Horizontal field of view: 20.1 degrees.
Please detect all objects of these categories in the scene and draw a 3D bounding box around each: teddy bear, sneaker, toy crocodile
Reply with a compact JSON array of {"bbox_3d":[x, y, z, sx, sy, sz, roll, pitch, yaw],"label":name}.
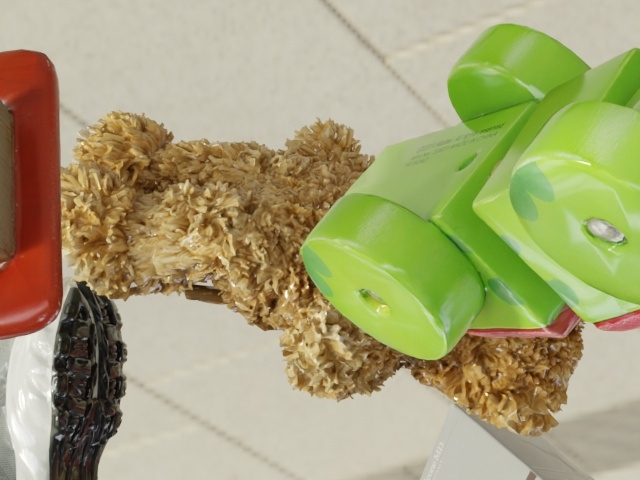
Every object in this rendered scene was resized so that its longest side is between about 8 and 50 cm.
[{"bbox_3d":[0.000,0.000,1.065,0.338,0.245,0.113,24,112,16],"label":"teddy bear"},{"bbox_3d":[-0.187,0.156,1.069,0.108,0.271,0.100,1,166,24],"label":"sneaker"},{"bbox_3d":[0.093,-0.014,0.601,0.105,0.115,0.340,45,155,-14],"label":"toy crocodile"}]

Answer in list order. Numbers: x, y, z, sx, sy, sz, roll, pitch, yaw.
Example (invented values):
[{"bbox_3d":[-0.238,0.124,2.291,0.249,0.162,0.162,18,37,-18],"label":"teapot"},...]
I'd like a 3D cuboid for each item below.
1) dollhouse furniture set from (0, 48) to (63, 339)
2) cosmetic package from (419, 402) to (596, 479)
[{"bbox_3d":[-0.194,0.003,0.498,0.259,0.262,0.135,-8,157,11],"label":"dollhouse furniture set"},{"bbox_3d":[0.208,0.277,1.875,0.107,0.238,0.127,13,103,-35],"label":"cosmetic package"}]
